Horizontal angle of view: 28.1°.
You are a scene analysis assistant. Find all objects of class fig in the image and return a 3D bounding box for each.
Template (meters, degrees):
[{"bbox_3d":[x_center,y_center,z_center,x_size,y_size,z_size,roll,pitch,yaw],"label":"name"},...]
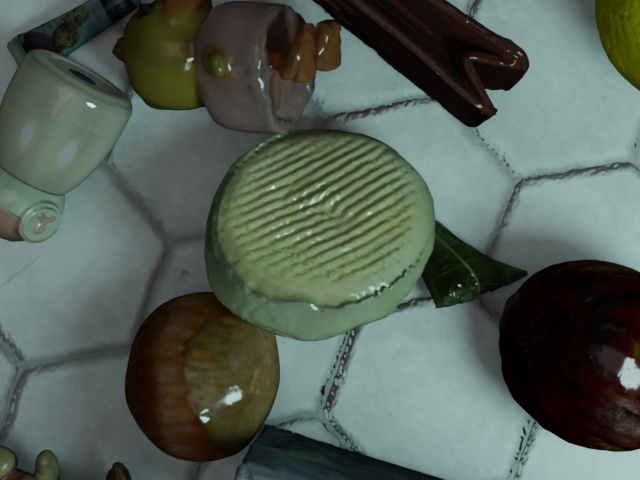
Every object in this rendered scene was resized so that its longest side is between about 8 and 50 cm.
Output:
[{"bbox_3d":[0.337,0.139,1.506,0.263,0.224,0.224,36,93,-4],"label":"fig"}]

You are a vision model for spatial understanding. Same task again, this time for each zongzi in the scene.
[{"bbox_3d":[0.174,0.000,1.607,0.130,0.062,0.154,-20,72,-17],"label":"zongzi"}]

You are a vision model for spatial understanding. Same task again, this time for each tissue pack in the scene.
[{"bbox_3d":[0.092,0.339,1.487,0.394,0.288,0.124,17,91,4],"label":"tissue pack"}]

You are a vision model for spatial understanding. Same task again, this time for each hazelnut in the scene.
[{"bbox_3d":[-0.147,0.167,1.565,0.214,0.176,0.214,-16,58,26],"label":"hazelnut"}]

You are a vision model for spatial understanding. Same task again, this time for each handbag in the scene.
[{"bbox_3d":[0.106,-0.244,1.496,0.275,0.260,0.084,36,93,0],"label":"handbag"}]

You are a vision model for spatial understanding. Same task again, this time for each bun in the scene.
[{"bbox_3d":[0.000,0.000,1.539,0.287,0.146,0.287,0,58,0],"label":"bun"}]

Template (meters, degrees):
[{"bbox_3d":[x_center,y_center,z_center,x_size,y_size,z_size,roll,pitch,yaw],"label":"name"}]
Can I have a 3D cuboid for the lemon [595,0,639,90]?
[{"bbox_3d":[0.446,-0.301,1.479,0.245,0.245,0.320,10,85,4],"label":"lemon"}]

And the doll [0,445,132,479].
[{"bbox_3d":[-0.319,0.362,1.587,0.255,0.152,0.196,16,105,-1],"label":"doll"}]

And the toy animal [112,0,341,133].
[{"bbox_3d":[-0.125,-0.222,1.555,0.281,0.195,0.169,18,112,18],"label":"toy animal"}]

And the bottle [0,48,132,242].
[{"bbox_3d":[-0.349,-0.104,1.589,0.147,0.147,0.236,31,100,3],"label":"bottle"}]

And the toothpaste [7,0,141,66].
[{"bbox_3d":[-0.298,-0.278,1.633,0.216,0.037,0.062,-29,90,9],"label":"toothpaste"}]
